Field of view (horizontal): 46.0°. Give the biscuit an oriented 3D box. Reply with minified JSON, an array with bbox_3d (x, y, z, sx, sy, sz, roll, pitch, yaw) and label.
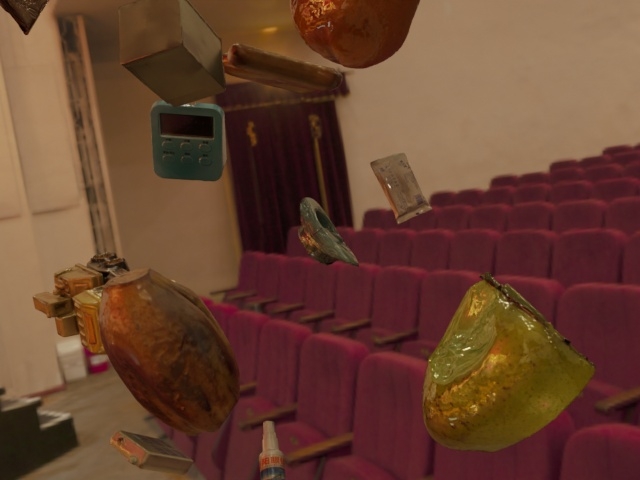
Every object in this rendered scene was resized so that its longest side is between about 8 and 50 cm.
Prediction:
[{"bbox_3d":[-0.108,-0.429,1.915,0.291,0.062,0.237,11,2,-20],"label":"biscuit"}]

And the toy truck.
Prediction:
[{"bbox_3d":[-0.560,0.163,1.917,0.254,0.180,0.405,-19,20,-32],"label":"toy truck"}]

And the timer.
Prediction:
[{"bbox_3d":[-0.421,-0.317,2.391,0.232,0.250,0.091,4,40,2],"label":"timer"}]

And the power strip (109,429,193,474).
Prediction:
[{"bbox_3d":[-0.414,0.522,1.855,0.118,0.046,0.270,29,-9,24],"label":"power strip"}]

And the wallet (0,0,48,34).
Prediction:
[{"bbox_3d":[-0.515,-0.445,1.329,0.026,0.095,0.176,-15,40,19],"label":"wallet"}]

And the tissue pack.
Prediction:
[{"bbox_3d":[0.230,-0.154,2.148,0.123,0.193,0.026,-23,-5,-23],"label":"tissue pack"}]

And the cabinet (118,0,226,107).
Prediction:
[{"bbox_3d":[-0.320,-0.413,1.642,0.150,0.145,0.206,-14,-21,16],"label":"cabinet"}]

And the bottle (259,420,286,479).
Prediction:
[{"bbox_3d":[-0.109,0.512,1.698,0.060,0.217,0.060,-5,-40,-5],"label":"bottle"}]

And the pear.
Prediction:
[{"bbox_3d":[0.254,0.201,1.177,0.159,0.292,0.292,34,-2,-10],"label":"pear"}]

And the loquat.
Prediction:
[{"bbox_3d":[0.071,-0.502,1.536,0.276,0.283,0.276,21,30,-13],"label":"loquat"}]

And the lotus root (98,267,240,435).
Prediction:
[{"bbox_3d":[-0.234,0.166,1.200,0.193,0.291,0.193,-30,19,11],"label":"lotus root"}]

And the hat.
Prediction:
[{"bbox_3d":[0.000,0.000,1.602,0.078,0.191,0.138,-38,-26,10],"label":"hat"}]
